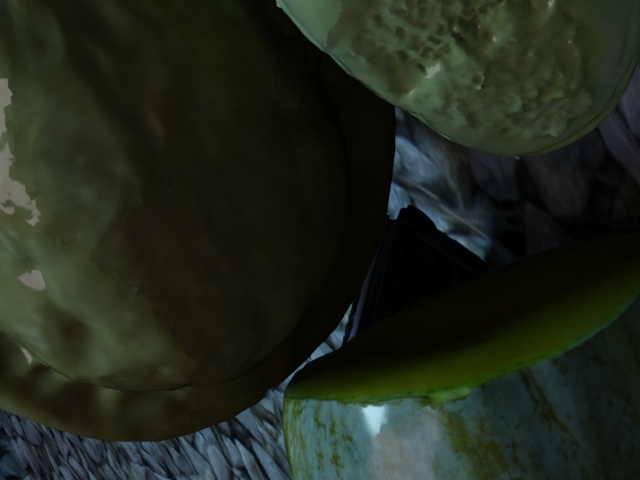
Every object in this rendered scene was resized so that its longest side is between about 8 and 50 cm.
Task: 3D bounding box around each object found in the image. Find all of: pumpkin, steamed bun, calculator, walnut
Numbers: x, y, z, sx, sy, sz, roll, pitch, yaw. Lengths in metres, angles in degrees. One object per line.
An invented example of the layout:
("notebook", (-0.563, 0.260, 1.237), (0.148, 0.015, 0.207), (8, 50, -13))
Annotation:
("pumpkin", (0.135, 0.121, 1.196), (0.332, 0.332, 0.199), (4, 111, 64))
("steamed bun", (0.067, -0.189, 1.017), (0.273, 0.166, 0.232), (32, -152, -35))
("calculator", (0.061, 0.122, 1.362), (0.028, 0.274, 0.165), (6, 164, 35))
("walnut", (-0.137, -0.076, 1.160), (0.383, 0.383, 0.383), (45, 156, 27))

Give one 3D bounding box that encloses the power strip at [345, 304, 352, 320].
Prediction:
("power strip", (0.000, 0.000, 1.668), (0.253, 0.027, 0.060), (55, 158, 6))
